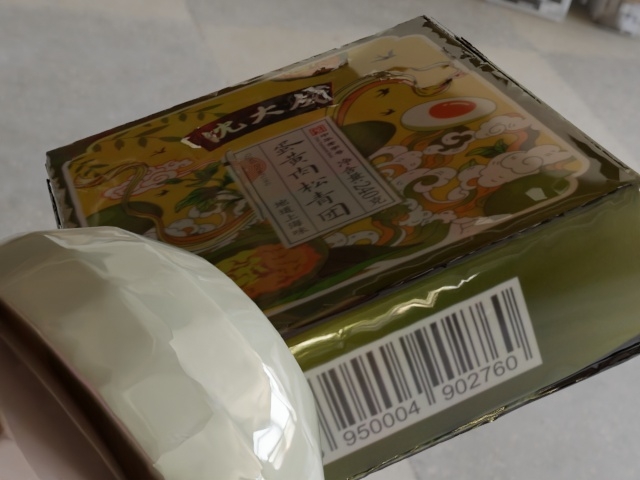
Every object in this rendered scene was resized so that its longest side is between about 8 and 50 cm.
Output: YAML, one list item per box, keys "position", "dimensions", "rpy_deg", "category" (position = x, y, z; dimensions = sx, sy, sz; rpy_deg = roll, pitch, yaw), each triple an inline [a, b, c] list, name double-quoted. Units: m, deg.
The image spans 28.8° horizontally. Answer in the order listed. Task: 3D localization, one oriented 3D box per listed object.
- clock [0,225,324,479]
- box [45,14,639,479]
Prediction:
- position: [-0.174, 0.135, 0.323]
  dimensions: [0.342, 0.184, 0.325]
  rpy_deg: [11, 62, -14]
  category: "clock"
- position: [0.000, 0.000, 0.950]
  dimensions: [0.373, 0.138, 0.420]
  rpy_deg: [-22, 31, -6]
  category: "box"
